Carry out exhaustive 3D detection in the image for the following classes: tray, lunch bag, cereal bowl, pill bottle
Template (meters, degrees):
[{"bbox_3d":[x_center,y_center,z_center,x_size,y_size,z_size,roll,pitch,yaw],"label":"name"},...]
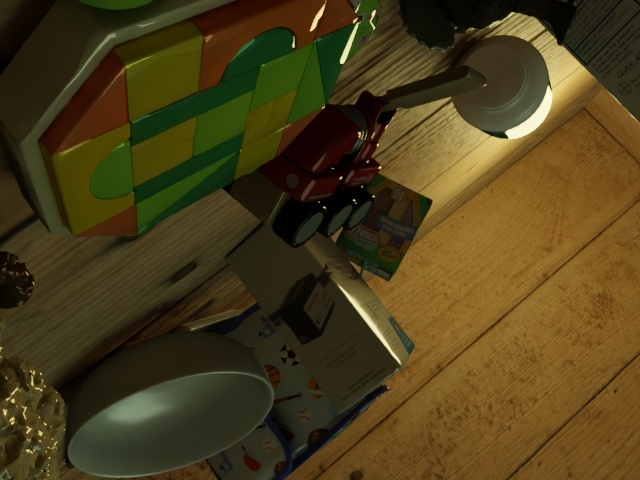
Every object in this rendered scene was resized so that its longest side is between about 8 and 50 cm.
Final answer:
[{"bbox_3d":[-0.252,0.197,1.162,0.145,0.030,0.270,-44,168,15],"label":"tray"},{"bbox_3d":[-0.102,0.316,1.190,0.385,0.328,0.239,-36,164,-10],"label":"lunch bag"},{"bbox_3d":[-0.260,0.265,0.968,0.339,0.141,0.339,-16,141,-13],"label":"cereal bowl"},{"bbox_3d":[0.297,-0.246,0.913,0.146,0.146,0.264,-44,167,21],"label":"pill bottle"}]

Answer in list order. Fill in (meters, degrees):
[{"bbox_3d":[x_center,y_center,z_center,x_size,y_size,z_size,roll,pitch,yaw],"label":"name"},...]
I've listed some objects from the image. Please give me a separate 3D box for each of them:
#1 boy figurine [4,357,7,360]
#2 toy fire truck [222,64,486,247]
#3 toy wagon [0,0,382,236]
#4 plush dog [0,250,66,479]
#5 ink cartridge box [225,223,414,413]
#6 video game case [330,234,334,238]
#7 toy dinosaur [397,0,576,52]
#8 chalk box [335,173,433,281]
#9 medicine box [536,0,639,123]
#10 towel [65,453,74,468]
[{"bbox_3d":[-0.391,0.171,0.466,0.177,0.092,0.285,-41,168,8],"label":"boy figurine"},{"bbox_3d":[0.040,-0.119,0.629,0.246,0.158,0.217,-58,162,23],"label":"toy fire truck"},{"bbox_3d":[-0.060,-0.129,0.424,0.344,0.068,0.267,-33,167,-28],"label":"toy wagon"},{"bbox_3d":[-0.262,0.115,0.351,0.211,0.225,0.262,-8,-164,32],"label":"plush dog"},{"bbox_3d":[0.009,0.110,0.960,0.129,0.307,0.223,-40,169,11],"label":"ink cartridge box"},{"bbox_3d":[0.000,0.000,1.255,0.087,0.011,0.122,-34,167,-29],"label":"video game case"},{"bbox_3d":[0.136,-0.247,0.432,0.313,0.160,0.121,80,33,-62],"label":"toy dinosaur"},{"bbox_3d":[0.113,-0.004,1.130,0.213,0.132,0.132,-60,173,-10],"label":"chalk box"},{"bbox_3d":[0.563,-0.369,0.926,0.263,0.289,0.149,-34,170,-27],"label":"medicine box"},{"bbox_3d":[-0.434,0.401,1.354,0.370,0.040,0.271,-29,163,-37],"label":"towel"}]
